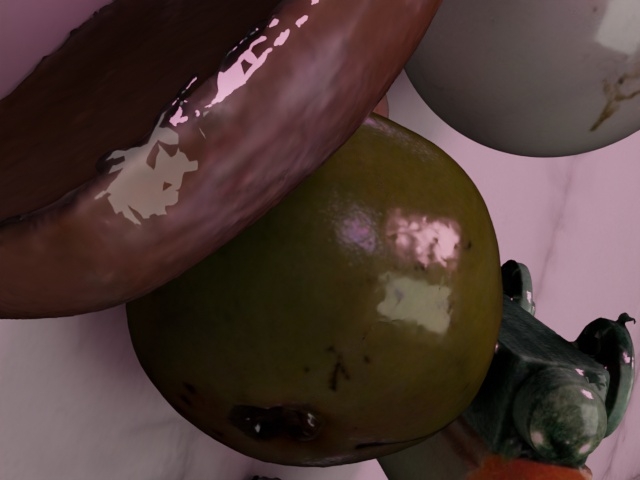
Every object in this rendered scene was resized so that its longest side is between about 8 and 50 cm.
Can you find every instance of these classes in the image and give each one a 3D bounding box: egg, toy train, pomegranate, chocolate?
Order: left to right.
[{"bbox_3d":[-0.042,-0.050,0.454,0.261,0.161,0.083,-47,119,-33],"label":"chocolate"},{"bbox_3d":[0.001,0.000,0.571,0.179,0.179,0.210,27,66,-61],"label":"pomegranate"},{"bbox_3d":[0.087,0.101,0.724,0.285,0.116,0.177,-134,-124,-75],"label":"toy train"},{"bbox_3d":[0.143,-0.148,0.714,0.264,0.183,0.183,-38,137,-54],"label":"egg"}]

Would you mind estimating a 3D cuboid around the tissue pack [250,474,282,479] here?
[{"bbox_3d":[-0.001,0.362,0.813,0.288,0.124,0.394,-63,150,-21],"label":"tissue pack"}]
